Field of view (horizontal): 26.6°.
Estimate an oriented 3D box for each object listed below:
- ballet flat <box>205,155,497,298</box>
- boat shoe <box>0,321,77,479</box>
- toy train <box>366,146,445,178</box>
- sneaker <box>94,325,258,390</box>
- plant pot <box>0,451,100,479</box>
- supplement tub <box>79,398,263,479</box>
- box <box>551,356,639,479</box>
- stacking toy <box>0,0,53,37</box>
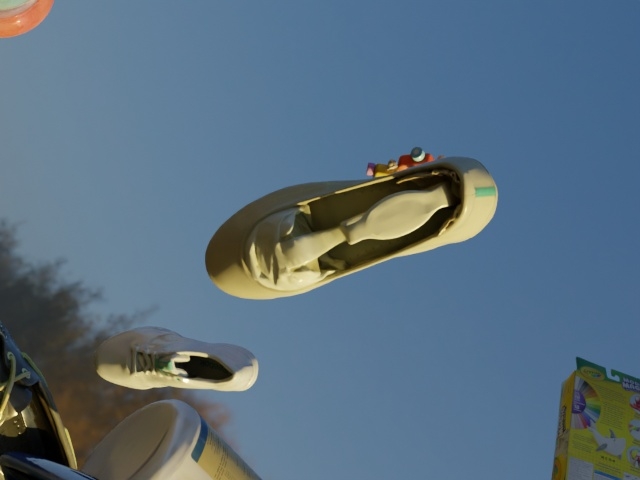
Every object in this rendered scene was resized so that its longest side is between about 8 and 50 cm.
[{"bbox_3d":[0.013,-0.008,1.036,0.086,0.248,0.086,-19,90,-72],"label":"ballet flat"},{"bbox_3d":[-0.305,0.145,1.264,0.091,0.109,0.305,11,-45,27],"label":"boat shoe"},{"bbox_3d":[0.133,-0.075,1.942,0.166,0.125,0.046,50,45,-56],"label":"toy train"},{"bbox_3d":[-0.189,0.151,1.681,0.094,0.212,0.080,2,90,-78],"label":"sneaker"},{"bbox_3d":[-0.218,0.271,0.884,0.236,0.212,0.236,-5,-77,62],"label":"plant pot"},{"bbox_3d":[-0.115,0.259,1.245,0.200,0.144,0.144,49,-14,-21],"label":"supplement tub"},{"bbox_3d":[0.322,0.225,1.543,0.043,0.105,0.179,122,-14,-54],"label":"box"},{"bbox_3d":[-0.402,-0.417,1.602,0.279,0.309,0.130,23,-22,3],"label":"stacking toy"}]
